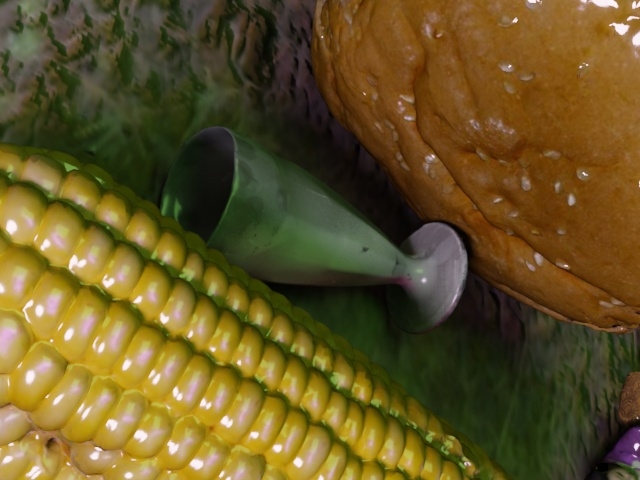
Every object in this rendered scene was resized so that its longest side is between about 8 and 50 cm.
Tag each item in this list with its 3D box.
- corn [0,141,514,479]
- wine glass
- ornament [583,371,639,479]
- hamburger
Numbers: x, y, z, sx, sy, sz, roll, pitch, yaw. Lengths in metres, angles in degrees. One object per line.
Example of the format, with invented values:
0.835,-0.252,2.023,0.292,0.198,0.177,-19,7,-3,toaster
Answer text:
-0.044,0.073,0.432,0.347,0.130,0.130,34,49,-23,corn
0.000,0.000,0.548,0.155,0.073,0.073,20,55,-31,wine glass
0.217,0.114,0.661,0.088,0.081,0.203,53,45,-3,ornament
0.118,-0.076,0.561,0.285,0.265,0.134,45,71,-4,hamburger
